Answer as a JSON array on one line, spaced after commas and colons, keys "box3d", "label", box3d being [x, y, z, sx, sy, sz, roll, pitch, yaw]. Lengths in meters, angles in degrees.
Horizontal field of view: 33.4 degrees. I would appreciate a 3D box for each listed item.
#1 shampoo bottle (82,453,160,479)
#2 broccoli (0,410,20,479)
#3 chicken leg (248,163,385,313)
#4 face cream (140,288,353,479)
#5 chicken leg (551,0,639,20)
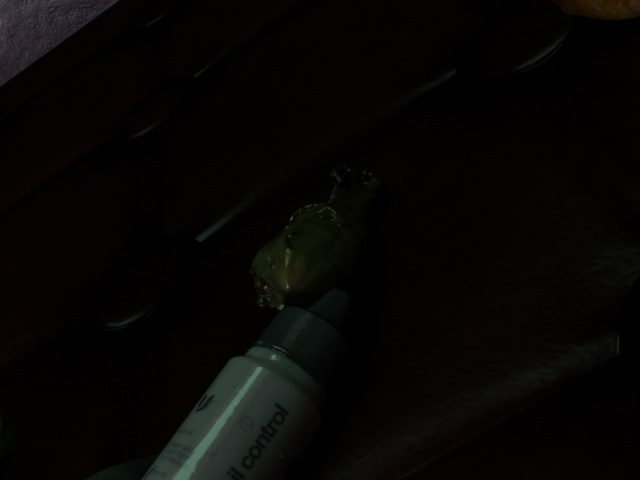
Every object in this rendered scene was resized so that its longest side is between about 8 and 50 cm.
[{"box3d": [-0.166, 0.201, 0.822, 0.080, 0.040, 0.165, -38, -12, 7], "label": "shampoo bottle"}, {"box3d": [-0.306, 0.234, 0.779, 0.165, 0.145, 0.304, -39, 15, 30], "label": "broccoli"}, {"box3d": [0.000, 0.000, 0.973, 0.103, 0.088, 0.228, -60, 1, 32], "label": "chicken leg"}, {"box3d": [-0.064, 0.158, 0.811, 0.092, 0.092, 0.311, 0, 46, 50], "label": "face cream"}, {"box3d": [0.305, -0.238, 0.976, 0.107, 0.087, 0.251, -59, 35, 6], "label": "chicken leg"}]
